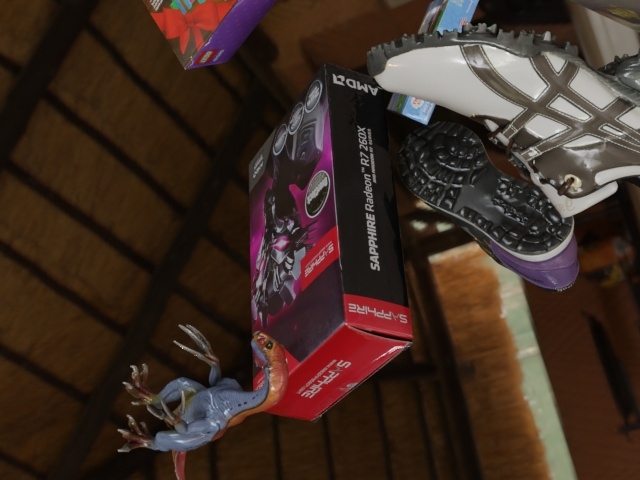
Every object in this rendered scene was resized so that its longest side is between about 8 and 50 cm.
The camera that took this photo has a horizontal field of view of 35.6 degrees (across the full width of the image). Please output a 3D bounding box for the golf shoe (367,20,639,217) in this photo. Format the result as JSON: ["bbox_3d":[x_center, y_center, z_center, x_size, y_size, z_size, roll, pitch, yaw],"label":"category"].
[{"bbox_3d":[0.118,-0.061,0.531,0.077,0.198,0.094,-60,-20,-84],"label":"golf shoe"}]

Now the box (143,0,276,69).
[{"bbox_3d":[-0.075,-0.309,0.816,0.057,0.293,0.201,-21,-105,-45],"label":"box"}]

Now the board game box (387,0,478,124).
[{"bbox_3d":[0.139,-0.232,1.280,0.211,0.039,0.160,-95,26,-82],"label":"board game box"}]

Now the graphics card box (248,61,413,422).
[{"bbox_3d":[0.000,0.000,1.201,0.094,0.233,0.371,14,-126,-24],"label":"graphics card box"}]

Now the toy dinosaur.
[{"bbox_3d":[-0.042,0.063,0.403,0.090,0.082,0.047,52,-140,-49],"label":"toy dinosaur"}]

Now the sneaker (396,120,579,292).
[{"bbox_3d":[0.195,-0.032,1.201,0.283,0.107,0.124,47,173,42],"label":"sneaker"}]

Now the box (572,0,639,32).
[{"bbox_3d":[0.265,-0.221,0.798,0.183,0.231,0.056,21,93,68],"label":"box"}]
